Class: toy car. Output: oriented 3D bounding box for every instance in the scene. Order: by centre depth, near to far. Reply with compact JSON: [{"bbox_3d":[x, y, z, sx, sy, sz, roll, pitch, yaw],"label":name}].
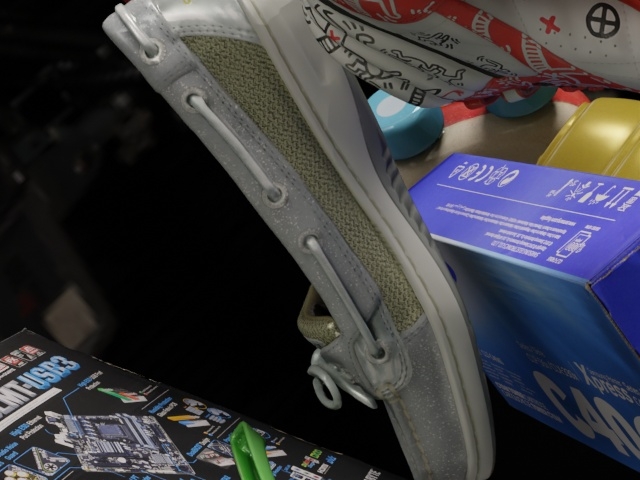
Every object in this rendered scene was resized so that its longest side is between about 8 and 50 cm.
[{"bbox_3d":[0.156,-0.118,1.676,0.210,0.238,0.219,-20,-52,15],"label":"toy car"}]

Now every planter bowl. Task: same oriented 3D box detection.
[{"bbox_3d":[0.216,-0.045,1.402,0.090,0.217,0.217,36,-30,7],"label":"planter bowl"}]

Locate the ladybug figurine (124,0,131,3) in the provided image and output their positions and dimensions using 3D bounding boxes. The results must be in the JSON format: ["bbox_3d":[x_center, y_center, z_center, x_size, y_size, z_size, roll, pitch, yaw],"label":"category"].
[{"bbox_3d":[-0.094,-0.291,1.157,0.449,0.162,0.305,52,-51,3],"label":"ladybug figurine"}]

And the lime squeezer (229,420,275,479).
[{"bbox_3d":[-0.031,0.154,0.780,0.059,0.310,0.110,-37,-90,17],"label":"lime squeezer"}]

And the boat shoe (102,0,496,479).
[{"bbox_3d":[0.000,0.000,0.931,0.320,0.103,0.118,64,-1,-23],"label":"boat shoe"}]

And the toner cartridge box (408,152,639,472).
[{"bbox_3d":[0.150,0.044,0.997,0.165,0.075,0.348,53,-9,-13],"label":"toner cartridge box"}]

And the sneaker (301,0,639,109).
[{"bbox_3d":[0.120,-0.101,0.777,0.270,0.090,0.145,14,-15,-4],"label":"sneaker"}]

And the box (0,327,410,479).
[{"bbox_3d":[-0.108,0.157,1.074,0.293,0.073,0.295,19,10,7],"label":"box"}]
